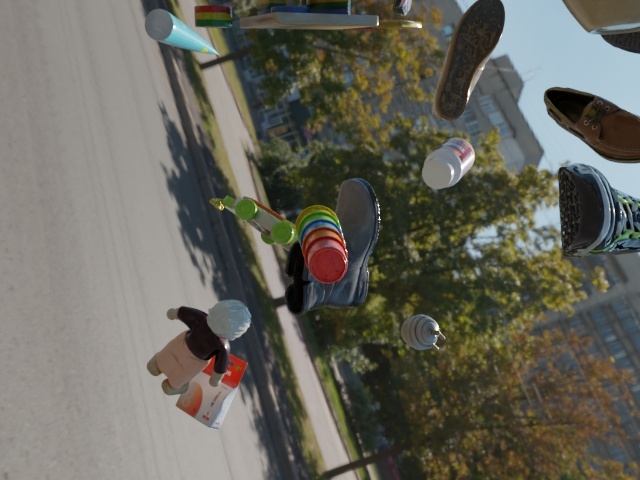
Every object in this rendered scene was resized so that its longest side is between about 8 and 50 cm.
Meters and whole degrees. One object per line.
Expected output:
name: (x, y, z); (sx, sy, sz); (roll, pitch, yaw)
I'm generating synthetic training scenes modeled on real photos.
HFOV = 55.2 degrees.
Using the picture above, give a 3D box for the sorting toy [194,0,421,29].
sorting toy: (-0.009, -0.286, 0.754); (0.132, 0.274, 0.046); (-148, -126, -60)

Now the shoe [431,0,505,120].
shoe: (0.243, -0.307, 1.038); (0.058, 0.076, 0.219); (-122, -124, -83)

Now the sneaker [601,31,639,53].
sneaker: (0.766, -0.428, 1.321); (0.319, 0.112, 0.131); (29, 7, 38)

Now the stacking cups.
stacking cups: (0.000, 0.000, 1.144); (0.316, 0.096, 0.096); (-103, 174, -79)

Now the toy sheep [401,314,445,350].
toy sheep: (0.238, 0.216, 1.433); (0.132, 0.091, 0.091); (-20, -91, 58)

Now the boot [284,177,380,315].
boot: (0.025, 0.009, 1.463); (0.118, 0.222, 0.338); (2, -91, 45)

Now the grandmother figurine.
grandmother figurine: (-0.280, 0.235, 1.416); (0.208, 0.342, 0.104); (48, 36, -5)

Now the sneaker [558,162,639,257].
sneaker: (0.283, -0.028, 0.592); (0.234, 0.097, 0.084); (7, 81, -69)

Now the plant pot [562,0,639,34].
plant pot: (0.537, -0.466, 1.061); (0.284, 0.284, 0.191); (-110, -164, -81)

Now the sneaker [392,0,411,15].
sneaker: (0.175, -0.593, 1.403); (0.072, 0.077, 0.178); (75, 24, -65)

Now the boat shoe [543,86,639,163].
boat shoe: (0.623, -0.266, 1.385); (0.104, 0.111, 0.307); (28, 10, -37)

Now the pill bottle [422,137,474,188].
pill bottle: (0.276, -0.166, 1.333); (0.152, 0.086, 0.086); (-40, 116, -54)

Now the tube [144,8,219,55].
tube: (-0.256, -0.379, 1.134); (0.080, 0.052, 0.207); (34, 12, 4)

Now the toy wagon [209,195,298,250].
toy wagon: (-0.148, -0.042, 1.660); (0.344, 0.068, 0.267); (33, -7, 17)

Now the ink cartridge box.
ink cartridge box: (-0.280, 0.372, 1.569); (0.145, 0.179, 0.045); (16, -10, 39)
